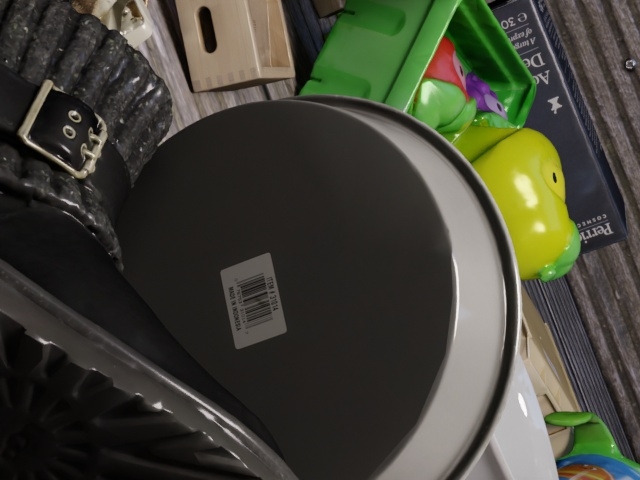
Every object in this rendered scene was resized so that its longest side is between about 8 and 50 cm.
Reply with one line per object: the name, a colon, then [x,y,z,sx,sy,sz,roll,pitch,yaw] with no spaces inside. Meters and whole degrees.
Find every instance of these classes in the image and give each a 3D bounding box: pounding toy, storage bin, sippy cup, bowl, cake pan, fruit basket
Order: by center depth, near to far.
cake pan: [-0.031,0.044,0.671,0.054,0.293,0.293,31,41,-61]
pounding toy: [-0.097,-0.221,1.139,0.130,0.100,0.141,-25,105,-72]
bowl: [0.163,0.208,1.317,0.298,0.134,0.298,55,23,-37]
fruit basket: [0.194,-0.125,1.443,0.283,0.392,0.392,-64,153,-2]
sippy cup: [0.322,0.392,1.463,0.224,0.240,0.305,10,44,-57]
storage bin: [0.264,0.163,1.640,0.262,0.123,0.260,54,17,-39]

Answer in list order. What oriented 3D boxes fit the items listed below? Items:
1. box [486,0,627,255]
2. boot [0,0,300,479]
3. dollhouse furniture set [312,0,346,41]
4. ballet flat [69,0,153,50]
box: [0.267,-0.155,1.775,0.396,0.293,0.212,65,18,-10]
boot: [-0.122,0.019,0.606,0.348,0.131,0.260,45,25,-19]
dollhouse furniture set: [0.046,-0.440,1.681,0.302,0.151,0.197,67,18,-4]
ballet flat: [-0.162,-0.141,0.870,0.073,0.067,0.206,51,25,-46]
